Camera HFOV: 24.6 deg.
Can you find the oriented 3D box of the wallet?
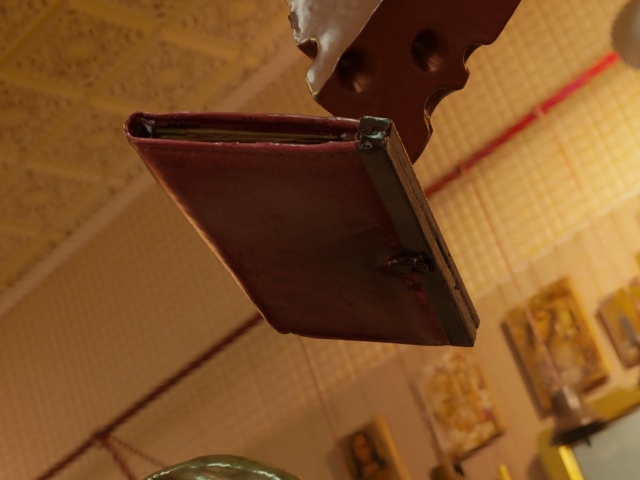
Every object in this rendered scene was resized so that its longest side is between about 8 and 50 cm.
[{"bbox_3d":[0.000,0.000,0.702,0.119,0.025,0.232,4,-22,18],"label":"wallet"}]

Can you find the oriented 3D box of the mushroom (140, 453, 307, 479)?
[{"bbox_3d":[-0.077,0.307,1.240,0.292,0.212,0.217,-15,-28,6],"label":"mushroom"}]

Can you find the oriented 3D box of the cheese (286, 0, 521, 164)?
[{"bbox_3d":[0.076,-0.197,1.207,0.177,0.203,0.128,-41,-57,21],"label":"cheese"}]
